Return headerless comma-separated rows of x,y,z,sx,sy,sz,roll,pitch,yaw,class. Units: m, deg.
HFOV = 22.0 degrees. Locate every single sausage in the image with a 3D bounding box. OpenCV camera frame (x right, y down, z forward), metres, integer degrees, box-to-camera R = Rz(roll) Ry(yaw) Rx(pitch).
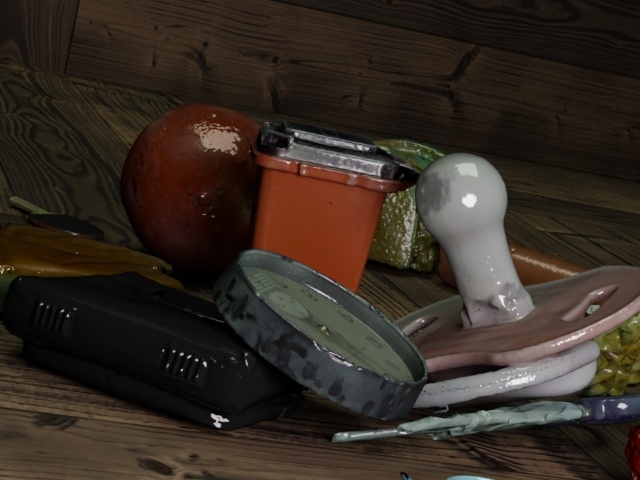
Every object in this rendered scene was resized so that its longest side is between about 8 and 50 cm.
0.290,0.057,2.248,0.289,0.086,0.086,19,12,24,sausage

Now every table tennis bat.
-0.344,-0.029,2.120,0.156,0.013,0.087,22,15,36,table tennis bat

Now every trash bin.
0.000,0.000,1.800,0.184,0.238,0.161,10,9,-5,trash bin

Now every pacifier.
0.172,0.063,1.659,0.332,0.273,0.220,-11,-23,37,pacifier

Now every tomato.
-0.148,-0.064,2.020,0.184,0.208,0.208,17,11,38,tomato

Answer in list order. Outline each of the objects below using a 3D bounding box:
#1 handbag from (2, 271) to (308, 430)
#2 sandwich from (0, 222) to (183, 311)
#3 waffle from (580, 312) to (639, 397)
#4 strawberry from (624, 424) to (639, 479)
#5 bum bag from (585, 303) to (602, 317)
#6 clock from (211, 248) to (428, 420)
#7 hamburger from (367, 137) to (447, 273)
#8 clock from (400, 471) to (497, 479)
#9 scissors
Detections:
-0.135,0.096,1.557,0.275,0.088,0.244,14,8,23,handbag
-0.251,0.042,1.741,0.212,0.063,0.245,13,11,-3,sandwich
0.366,0.104,1.846,0.223,0.204,0.054,12,40,-57,waffle
0.356,0.205,1.538,0.145,0.086,0.145,-6,-8,-1,strawberry
0.358,0.118,2.067,0.248,0.069,0.102,18,13,32,bum bag
0.003,0.083,1.506,0.215,0.042,0.215,31,14,-9,clock
0.079,-0.061,2.369,0.288,0.192,0.167,15,1,7,hamburger
0.130,0.224,1.331,0.147,0.045,0.108,14,10,6,clock
0.192,0.169,1.569,0.383,0.029,0.256,-2,-7,-32,scissors
